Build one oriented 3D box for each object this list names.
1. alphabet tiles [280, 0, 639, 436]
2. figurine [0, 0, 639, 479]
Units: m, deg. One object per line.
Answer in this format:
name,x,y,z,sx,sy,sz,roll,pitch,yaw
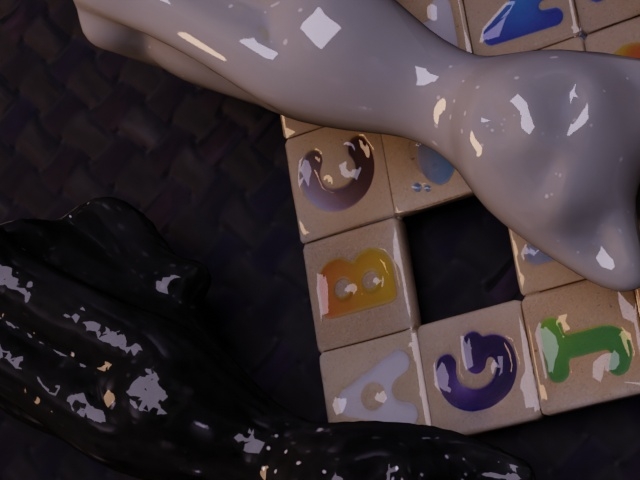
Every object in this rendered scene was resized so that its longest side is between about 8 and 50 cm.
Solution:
alphabet tiles,0.070,-0.061,0.640,0.198,0.009,0.237,-18,73,29
figurine,0.000,0.000,0.627,0.209,0.092,0.215,29,97,24
